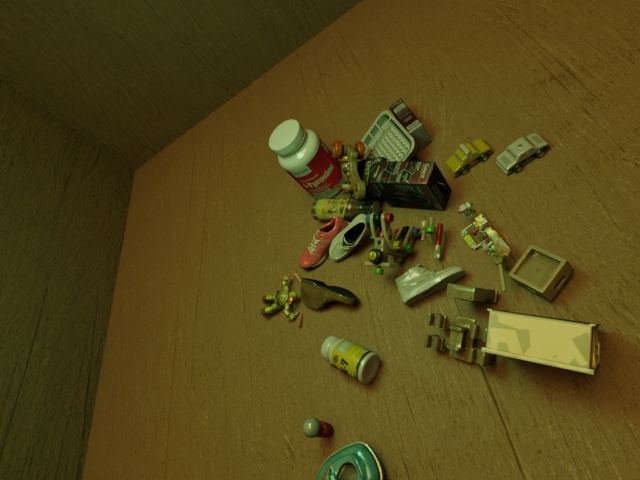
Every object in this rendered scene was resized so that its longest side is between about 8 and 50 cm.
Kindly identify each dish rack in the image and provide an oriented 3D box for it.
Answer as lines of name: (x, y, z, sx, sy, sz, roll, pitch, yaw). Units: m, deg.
dish rack: (0.311, -0.420, 1.903, 0.286, 0.072, 0.333, -53, 41, 28)

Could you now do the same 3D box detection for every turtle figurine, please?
turtle figurine: (-0.182, 0.288, 1.861, 0.217, 0.087, 0.270, -26, 60, 29)

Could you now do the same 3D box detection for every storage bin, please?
storage bin: (0.636, 0.277, 1.150, 0.262, 0.260, 0.123, 3, 82, 38)

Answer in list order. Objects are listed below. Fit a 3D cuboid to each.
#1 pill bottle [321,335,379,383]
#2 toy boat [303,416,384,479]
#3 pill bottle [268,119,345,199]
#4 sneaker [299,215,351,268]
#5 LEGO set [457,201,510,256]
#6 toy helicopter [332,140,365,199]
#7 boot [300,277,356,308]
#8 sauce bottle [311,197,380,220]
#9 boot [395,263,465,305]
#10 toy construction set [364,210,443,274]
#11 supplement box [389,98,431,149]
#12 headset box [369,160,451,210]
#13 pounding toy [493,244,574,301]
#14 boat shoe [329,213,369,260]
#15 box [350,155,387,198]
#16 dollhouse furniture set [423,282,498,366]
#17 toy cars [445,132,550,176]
pill bottle: (0.109, 0.445, 1.528, 0.208, 0.119, 0.119, 16, 73, 42)
toy boat: (0.047, 0.750, 1.363, 0.267, 0.148, 0.318, -44, 46, 6)
pill bottle: (-0.060, -0.391, 1.974, 0.228, 0.407, 0.229, -19, 53, 27)
sneaker: (0.000, -0.001, 1.875, 0.314, 0.136, 0.116, -43, 45, 7)
LEGO set: (0.582, -0.006, 1.452, 0.107, 0.132, 0.287, -40, 38, 20)
toy helicopter: (0.140, -0.288, 1.838, 0.140, 0.235, 0.355, -1, 39, -12)
boot: (0.029, 0.248, 1.741, 0.305, 0.112, 0.116, 10, 89, 44)
sauce bottle: (0.116, -0.149, 1.901, 0.343, 0.111, 0.112, 0, 63, 36)
boot: (0.402, 0.133, 1.519, 0.258, 0.095, 0.124, -31, 54, 18)
toy construction set: (0.313, 0.032, 1.585, 0.308, 0.257, 0.238, 4, 76, 21)
supplement box: (0.424, -0.552, 1.908, 0.073, 0.130, 0.240, -34, 47, 16)
headset box: (0.388, -0.226, 1.670, 0.293, 0.218, 0.110, 9, 71, 39)
pounding toy: (0.680, 0.114, 1.336, 0.181, 0.094, 0.206, -55, 37, 2)
boat shoe: (0.122, 0.000, 1.763, 0.267, 0.096, 0.088, -46, 5, 27)
box: (0.223, -0.285, 1.886, 0.184, 0.045, 0.191, 3, 83, 57)
dollhouse furniture set: (0.495, 0.275, 1.352, 0.212, 0.160, 0.243, 7, 87, 48)
toy cars: (0.691, -0.353, 1.614, 0.393, 0.087, 0.177, 3, 66, 38)
